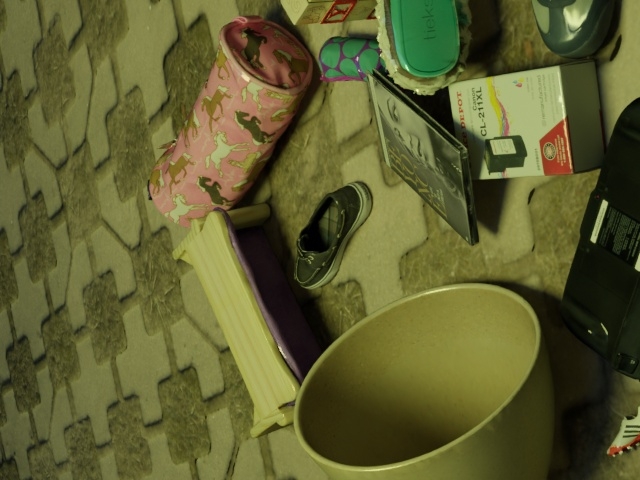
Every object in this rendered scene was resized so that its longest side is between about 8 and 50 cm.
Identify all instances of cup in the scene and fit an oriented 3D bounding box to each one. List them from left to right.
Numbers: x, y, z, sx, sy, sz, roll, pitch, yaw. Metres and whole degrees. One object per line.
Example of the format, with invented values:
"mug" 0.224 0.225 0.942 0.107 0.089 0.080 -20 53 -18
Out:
"cup" 0.165 0.249 1.326 0.331 0.331 0.237 4 131 50

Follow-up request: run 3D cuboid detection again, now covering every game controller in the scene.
"game controller" 0.366 0.001 1.178 0.166 0.067 0.319 49 136 50

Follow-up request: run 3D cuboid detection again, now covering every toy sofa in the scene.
"toy sofa" -0.083 0.116 1.679 0.177 0.150 0.363 -44 67 49

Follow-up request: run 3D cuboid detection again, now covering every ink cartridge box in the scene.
"ink cartridge box" 0.247 -0.141 1.257 0.175 0.072 0.128 -1 101 50

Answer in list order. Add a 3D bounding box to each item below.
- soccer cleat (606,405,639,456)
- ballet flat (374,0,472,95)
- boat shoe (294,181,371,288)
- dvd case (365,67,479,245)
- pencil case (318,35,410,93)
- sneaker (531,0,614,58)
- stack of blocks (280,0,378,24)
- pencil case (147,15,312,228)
"soccer cleat" 0.373 0.231 1.256 0.083 0.029 0.036 -55 51 40
"ballet flat" 0.114 -0.384 1.295 0.147 0.147 0.409 5 96 50
"boat shoe" 0.000 0.000 1.600 0.080 0.076 0.228 58 138 21
"dvd case" 0.132 -0.112 1.366 0.221 0.018 0.165 50 163 43
"pencil case" 0.066 -0.245 1.453 0.151 0.064 0.070 21 92 47
"sneaker" 0.245 -0.356 1.145 0.112 0.131 0.319 4 105 49
"stack of blocks" -0.019 -0.438 1.413 0.087 0.171 0.297 -49 63 46
"pencil case" -0.150 -0.181 1.669 0.167 0.160 0.386 28 136 -10
